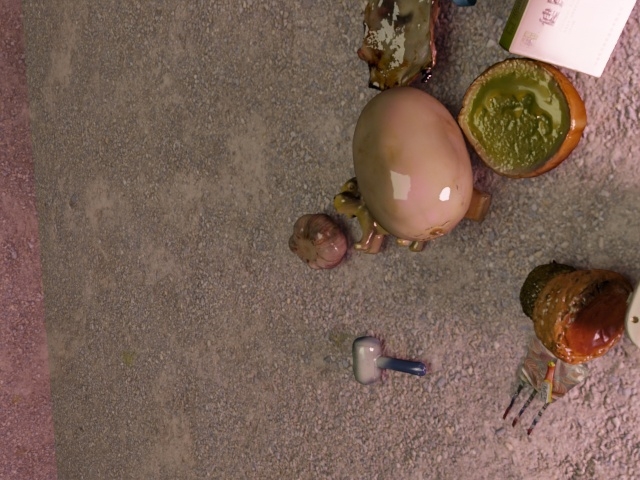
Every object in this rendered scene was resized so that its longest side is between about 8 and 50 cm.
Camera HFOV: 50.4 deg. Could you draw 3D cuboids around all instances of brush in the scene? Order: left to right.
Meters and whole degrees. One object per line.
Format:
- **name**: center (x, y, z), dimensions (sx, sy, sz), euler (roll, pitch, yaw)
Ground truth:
- **brush**: center (0.444, 0.277, 1.331), dimensions (0.018, 0.021, 0.083), euler (15, 105, 41)

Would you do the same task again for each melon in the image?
- **melon**: center (0.178, -0.146, 1.331), dimensions (0.223, 0.223, 0.317), euler (-32, 65, 41)

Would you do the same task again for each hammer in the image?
- **hammer**: center (0.161, 0.288, 1.579), dimensions (0.194, 0.069, 0.116), euler (3, 100, 37)

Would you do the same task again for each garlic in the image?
- **garlic**: center (0.000, 0.000, 1.640), dimensions (0.147, 0.102, 0.159), euler (58, 143, -1)

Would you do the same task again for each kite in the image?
- **kite**: center (0.439, 0.298, 1.359), dimensions (0.127, 0.016, 0.229), euler (37, 121, 35)

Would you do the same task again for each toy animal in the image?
- **toy animal**: center (0.130, -0.052, 1.501), dimensions (0.233, 0.121, 0.169), euler (11, 88, 35)

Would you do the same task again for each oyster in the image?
- **oyster**: center (0.172, -0.477, 1.387), dimensions (0.221, 0.096, 0.361), euler (15, 109, 45)

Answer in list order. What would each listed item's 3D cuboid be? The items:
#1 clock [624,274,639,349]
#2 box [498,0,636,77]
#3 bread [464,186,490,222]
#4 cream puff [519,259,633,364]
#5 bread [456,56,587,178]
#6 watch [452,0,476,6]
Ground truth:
- **clock**: center (0.647, 0.088, 1.012), dimensions (0.324, 0.108, 0.265), euler (21, 94, 25)
- **box**: center (0.428, -0.417, 1.113), dimensions (0.062, 0.175, 0.260), euler (-99, 24, -60)
- **bread**: center (0.303, -0.080, 1.390), dimensions (0.083, 0.035, 0.070), euler (26, 116, 29)
- **cream puff**: center (0.446, 0.108, 1.233), dimensions (0.169, 0.183, 0.183), euler (47, 130, 54)
- **bread**: center (0.370, -0.228, 1.272), dimensions (0.236, 0.070, 0.236), euler (12, 108, 40)
- **watch**: center (0.316, -0.528, 1.196), dimensions (0.193, 0.211, 0.211), euler (-3, 97, 32)
